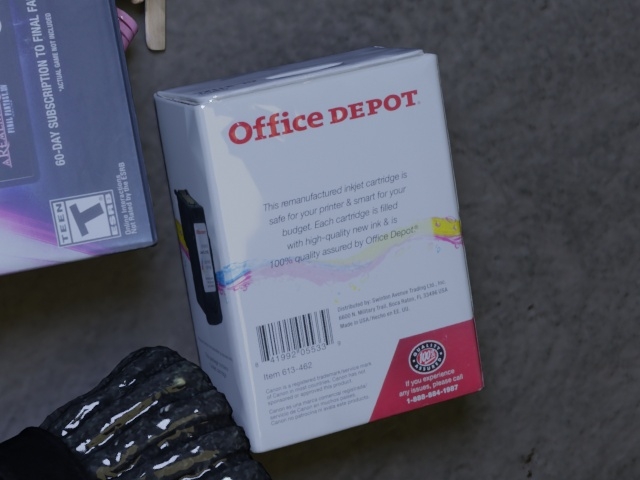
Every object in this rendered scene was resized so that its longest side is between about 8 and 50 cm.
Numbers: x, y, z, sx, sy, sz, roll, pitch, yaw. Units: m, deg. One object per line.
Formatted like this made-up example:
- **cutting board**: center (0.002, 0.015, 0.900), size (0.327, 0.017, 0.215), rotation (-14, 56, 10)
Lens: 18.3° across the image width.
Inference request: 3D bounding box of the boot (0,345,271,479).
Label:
- **boot**: center (-0.169, 0.108, 0.895), size (0.260, 0.131, 0.348), rotation (-31, 114, -13)

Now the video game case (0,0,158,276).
- **video game case**: center (-0.205, -0.071, 0.825), size (0.274, 0.026, 0.196), rotation (-12, 92, -35)

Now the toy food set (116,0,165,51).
- **toy food set**: center (-0.116, -0.113, 0.920), size (0.122, 0.019, 0.078), rotation (-8, 102, -41)

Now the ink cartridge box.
- **ink cartridge box**: center (0.000, 0.000, 0.980), size (0.127, 0.072, 0.175), rotation (-13, 103, -20)
